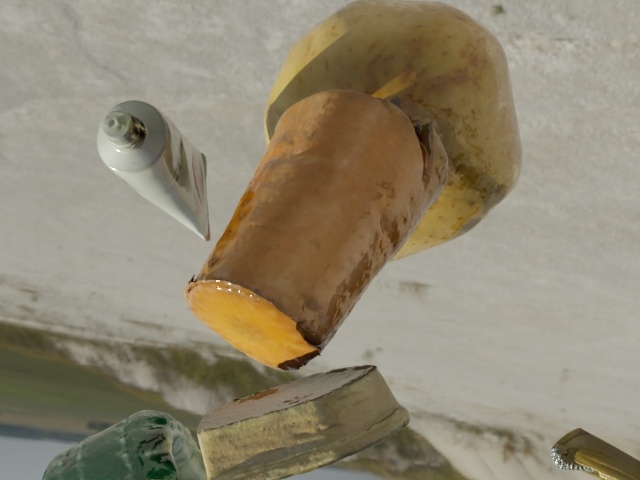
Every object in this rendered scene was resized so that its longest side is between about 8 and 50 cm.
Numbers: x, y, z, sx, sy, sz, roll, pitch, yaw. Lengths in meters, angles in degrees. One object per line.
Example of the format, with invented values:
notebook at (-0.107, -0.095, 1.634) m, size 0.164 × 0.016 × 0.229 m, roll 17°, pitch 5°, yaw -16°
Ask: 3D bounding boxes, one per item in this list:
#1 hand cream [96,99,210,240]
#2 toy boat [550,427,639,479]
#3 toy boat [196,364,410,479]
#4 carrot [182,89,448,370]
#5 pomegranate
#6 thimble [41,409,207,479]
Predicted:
hand cream at (-0.175, -0.086, 1.023) m, size 0.077 × 0.125 × 0.341 m, roll -7°, pitch 170°, yaw 8°
toy boat at (0.539, 0.441, 1.484) m, size 0.321 × 0.121 × 0.089 m, roll 29°, pitch 166°, yaw 28°
toy boat at (-0.017, 0.161, 0.773) m, size 0.188 × 0.061 × 0.116 m, roll -17°, pitch -179°, yaw 0°
carrot at (0.000, 0.000, 0.853) m, size 0.195 × 0.254 × 0.196 m, roll 18°, pitch 146°, yaw 13°
pomegranate at (0.089, -0.149, 1.219) m, size 0.409 × 0.410 × 0.410 m, roll 7°, pitch 166°, yaw 2°
thimble at (-0.203, 0.334, 1.014) m, size 0.167 × 0.254 × 0.288 m, roll -25°, pitch -175°, yaw -4°
